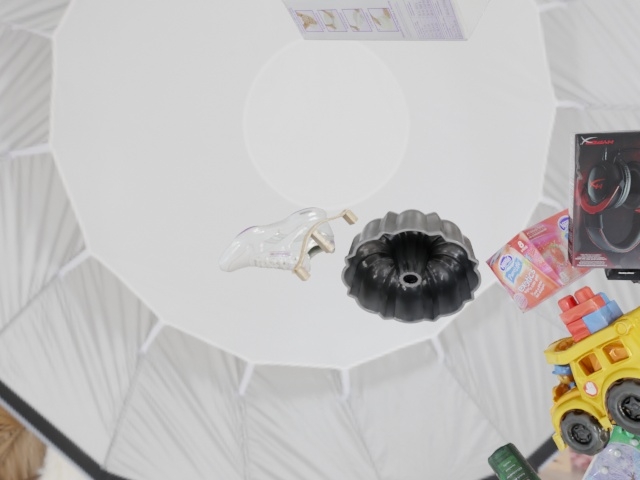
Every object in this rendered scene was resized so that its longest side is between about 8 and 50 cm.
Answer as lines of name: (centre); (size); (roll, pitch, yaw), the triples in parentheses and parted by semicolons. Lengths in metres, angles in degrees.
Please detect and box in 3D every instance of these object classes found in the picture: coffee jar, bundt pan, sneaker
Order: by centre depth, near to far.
coffee jar: (0.470, 0.564, 1.535); (0.079, 0.184, 0.096); (-37, -37, 1)
bundt pan: (0.218, 0.050, 1.609); (0.330, 0.331, 0.124); (-6, 43, 15)
sneaker: (-0.107, 0.026, 1.677); (0.305, 0.152, 0.114); (-22, -20, -3)

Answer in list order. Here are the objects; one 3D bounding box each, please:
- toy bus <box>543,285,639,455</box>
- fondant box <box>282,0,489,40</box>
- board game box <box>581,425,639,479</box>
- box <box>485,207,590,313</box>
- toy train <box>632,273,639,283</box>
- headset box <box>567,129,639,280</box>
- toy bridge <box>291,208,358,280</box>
toy bus: (0.405, 0.179, 0.972); (0.149, 0.211, 0.220); (-17, -20, -44)
fondant box: (0.129, -0.442, 1.082); (0.330, 0.238, 0.096); (13, -25, 39)
board game box: (0.688, 0.567, 1.275); (0.390, 0.390, 0.050); (29, -1, 12)
box: (0.552, 0.029, 1.558); (0.300, 0.154, 0.142); (-20, -21, -37)
toy train: (0.709, 0.073, 1.472); (0.036, 0.027, 0.158); (19, -7, 27)
headset box: (0.598, -0.066, 1.293); (0.218, 0.293, 0.110); (1, 11, 16)
toy bridge: (0.000, 0.000, 1.389); (0.188, 0.063, 0.026); (-49, 15, -21)
